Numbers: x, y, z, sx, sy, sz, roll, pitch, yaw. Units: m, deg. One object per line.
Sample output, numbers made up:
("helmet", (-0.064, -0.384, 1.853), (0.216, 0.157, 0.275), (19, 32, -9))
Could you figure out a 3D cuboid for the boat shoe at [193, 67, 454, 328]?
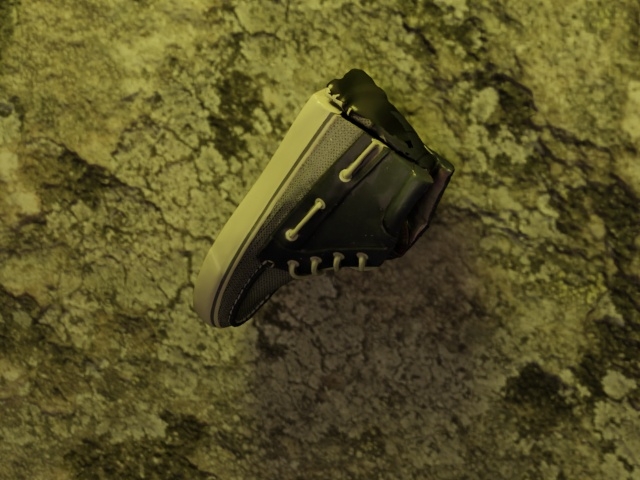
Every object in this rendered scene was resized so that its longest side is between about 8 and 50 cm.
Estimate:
("boat shoe", (0.000, 0.000, 1.902), (0.158, 0.127, 0.341), (42, 124, 15))
